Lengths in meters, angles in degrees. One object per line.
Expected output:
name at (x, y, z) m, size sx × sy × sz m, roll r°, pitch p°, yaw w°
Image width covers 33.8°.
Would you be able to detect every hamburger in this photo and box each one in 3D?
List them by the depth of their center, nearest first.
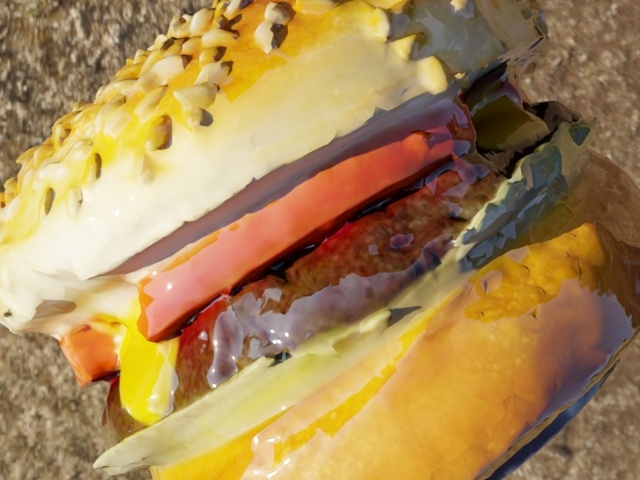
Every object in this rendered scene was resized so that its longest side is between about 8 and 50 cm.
hamburger at (0.000, 0.000, 0.559) m, size 0.330 × 0.330 × 0.250 m, roll -37°, pitch 93°, yaw 9°
